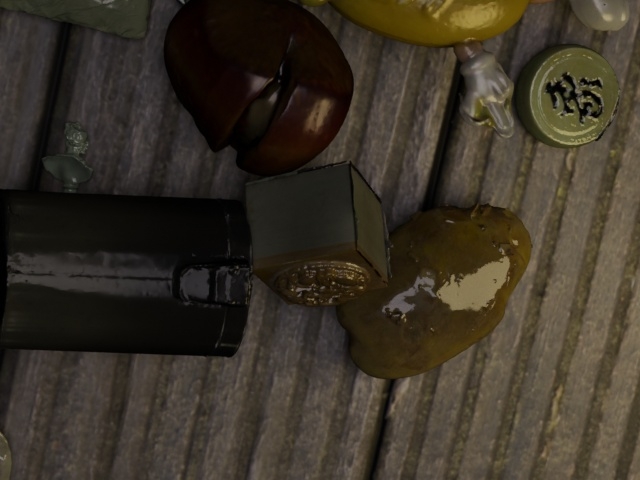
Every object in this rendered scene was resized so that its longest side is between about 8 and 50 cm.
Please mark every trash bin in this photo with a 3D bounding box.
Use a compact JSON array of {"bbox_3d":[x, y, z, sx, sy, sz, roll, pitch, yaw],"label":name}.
[{"bbox_3d":[-0.252,0.040,1.619,0.302,0.252,0.202,3,94,-17],"label":"trash bin"}]

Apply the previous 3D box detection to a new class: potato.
[{"bbox_3d":[0.153,0.060,1.753,0.296,0.141,0.191,-37,101,-7],"label":"potato"}]

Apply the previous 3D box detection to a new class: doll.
[{"bbox_3d":[0.211,-0.340,1.704,0.348,0.161,0.423,47,69,-2],"label":"doll"}]

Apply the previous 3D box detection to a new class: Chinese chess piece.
[{"bbox_3d":[0.340,-0.198,1.799,0.144,0.058,0.144,-2,97,-12],"label":"Chinese chess piece"}]

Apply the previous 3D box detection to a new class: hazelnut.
[{"bbox_3d":[-0.085,-0.203,1.653,0.251,0.217,0.217,38,88,-3],"label":"hazelnut"}]

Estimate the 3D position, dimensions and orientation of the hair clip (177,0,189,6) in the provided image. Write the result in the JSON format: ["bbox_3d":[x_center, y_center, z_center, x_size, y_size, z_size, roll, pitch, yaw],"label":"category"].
[{"bbox_3d":[-0.136,-0.407,1.690,0.066,0.036,0.229,19,99,-8],"label":"hair clip"}]

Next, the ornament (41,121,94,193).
[{"bbox_3d":[-0.321,-0.100,1.687,0.068,0.041,0.092,34,101,9],"label":"ornament"}]

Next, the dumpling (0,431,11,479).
[{"bbox_3d":[-0.454,0.332,1.679,0.151,0.124,0.228,7,87,-50],"label":"dumpling"}]

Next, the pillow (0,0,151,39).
[{"bbox_3d":[-0.325,-0.415,1.631,0.274,0.076,0.280,11,95,-14],"label":"pillow"}]

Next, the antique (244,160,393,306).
[{"bbox_3d":[0.000,0.000,1.657,0.152,0.146,0.147,-11,64,17],"label":"antique"}]
